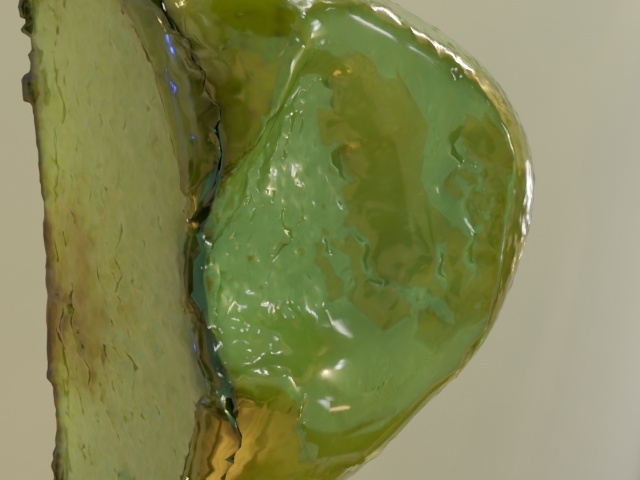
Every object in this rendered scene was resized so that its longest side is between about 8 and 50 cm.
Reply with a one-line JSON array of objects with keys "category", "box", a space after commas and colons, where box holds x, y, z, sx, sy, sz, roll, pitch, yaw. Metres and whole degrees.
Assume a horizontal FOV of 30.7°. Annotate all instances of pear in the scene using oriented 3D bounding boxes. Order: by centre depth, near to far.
[{"category": "pear", "box": [0.000, 0.000, 0.549, 0.292, 0.159, 0.292, -8, -79, -44]}]
